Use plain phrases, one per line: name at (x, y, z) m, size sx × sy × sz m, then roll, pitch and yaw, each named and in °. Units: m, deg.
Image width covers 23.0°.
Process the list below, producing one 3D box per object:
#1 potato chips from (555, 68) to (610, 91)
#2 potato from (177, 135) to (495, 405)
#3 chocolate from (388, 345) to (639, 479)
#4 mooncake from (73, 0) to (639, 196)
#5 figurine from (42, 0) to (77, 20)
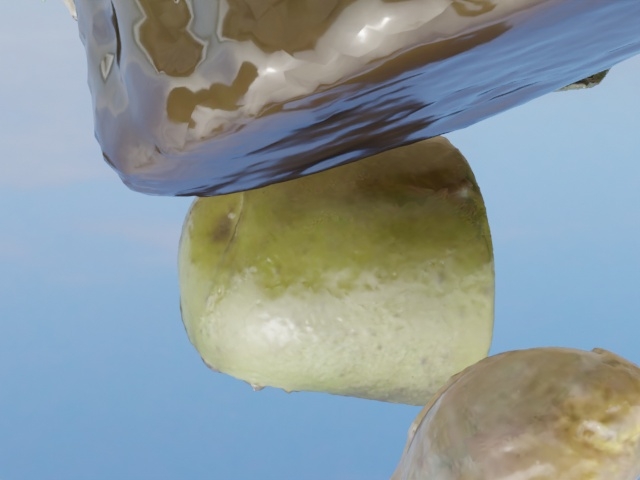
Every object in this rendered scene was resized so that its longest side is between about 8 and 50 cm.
potato chips at (0.181, -0.165, 1.479) m, size 0.208 × 0.028 × 0.092 m, roll -3°, pitch -149°, yaw -19°
potato at (0.000, 0.000, 1.572) m, size 0.280 × 0.330 × 0.212 m, roll -8°, pitch 152°, yaw -13°
chocolate at (0.082, 0.179, 0.940) m, size 0.134 × 0.309 × 0.134 m, roll 32°, pitch -158°, yaw -15°
mooncake at (0.038, -0.148, 0.697) m, size 0.324 × 0.187 × 0.324 m, roll -20°, pitch 177°, yaw -1°
figurine at (-0.219, -0.241, 1.264) m, size 0.083 × 0.187 × 0.083 m, roll -21°, pitch 158°, yaw -9°
